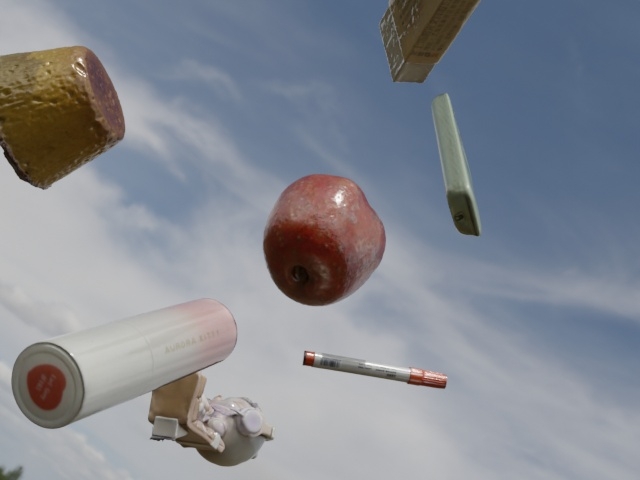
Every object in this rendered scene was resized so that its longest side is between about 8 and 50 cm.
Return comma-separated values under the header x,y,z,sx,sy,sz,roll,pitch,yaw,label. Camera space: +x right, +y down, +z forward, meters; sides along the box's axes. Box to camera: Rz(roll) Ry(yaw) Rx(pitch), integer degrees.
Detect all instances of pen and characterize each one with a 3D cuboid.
x,y,z,sx,sy,sz,roll,pitch,yaw,label
0.087,0.206,1.539,0.239,0.028,0.028,11,-20,-10,pen

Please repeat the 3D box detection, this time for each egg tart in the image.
x,y,z,sx,sy,sz,roll,pitch,yaw,label
-0.398,-0.195,1.435,0.215,0.171,0.215,-20,90,-84,egg tart

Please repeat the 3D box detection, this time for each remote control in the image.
x,y,z,sx,sy,sz,roll,pitch,yaw,label
0.194,-0.115,1.399,0.038,0.309,0.090,-15,-58,10,remote control

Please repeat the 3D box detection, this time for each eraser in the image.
x,y,z,sx,sy,sz,roll,pitch,yaw,label
0.200,-0.423,1.666,0.078,0.144,0.343,-2,-25,-20,eraser

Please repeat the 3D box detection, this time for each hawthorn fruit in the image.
x,y,z,sx,sy,sz,roll,pitch,yaw,label
0.000,0.000,2.041,0.284,0.284,0.284,31,-23,15,hawthorn fruit

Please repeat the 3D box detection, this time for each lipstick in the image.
x,y,z,sx,sy,sz,roll,pitch,yaw,label
-0.201,0.126,1.066,0.087,0.087,0.327,30,14,16,lipstick

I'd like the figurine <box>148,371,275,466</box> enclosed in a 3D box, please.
x,y,z,sx,sy,sz,roll,pitch,yaw,label
-0.170,0.290,1.578,0.163,0.141,0.237,-8,-31,40,figurine
